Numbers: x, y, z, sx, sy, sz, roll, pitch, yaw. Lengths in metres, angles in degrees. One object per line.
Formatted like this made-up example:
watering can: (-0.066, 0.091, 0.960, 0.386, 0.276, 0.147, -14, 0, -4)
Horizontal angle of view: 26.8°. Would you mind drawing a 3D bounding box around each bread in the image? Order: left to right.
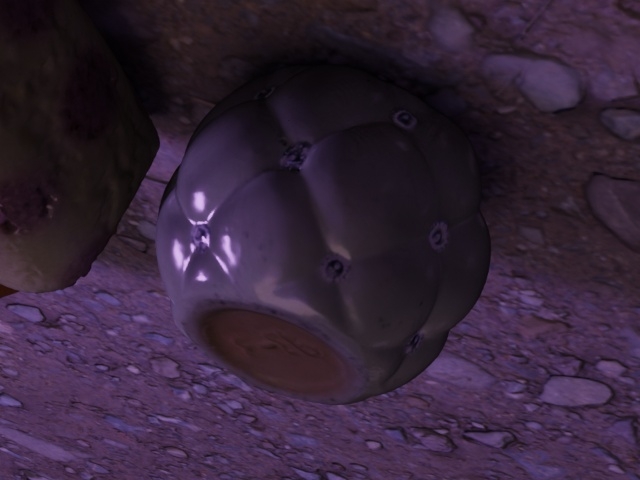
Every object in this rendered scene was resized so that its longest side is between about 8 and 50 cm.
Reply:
bread: (-0.246, -0.121, 0.938, 0.155, 0.187, 0.338, 11, 150, 26)

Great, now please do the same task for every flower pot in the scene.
flower pot: (0.000, 0.000, 0.970, 0.246, 0.195, 0.246, 17, 152, 9)

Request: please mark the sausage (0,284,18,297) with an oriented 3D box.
sausage: (-0.355, -0.033, 1.238, 0.136, 0.120, 0.241, -7, 142, 19)
